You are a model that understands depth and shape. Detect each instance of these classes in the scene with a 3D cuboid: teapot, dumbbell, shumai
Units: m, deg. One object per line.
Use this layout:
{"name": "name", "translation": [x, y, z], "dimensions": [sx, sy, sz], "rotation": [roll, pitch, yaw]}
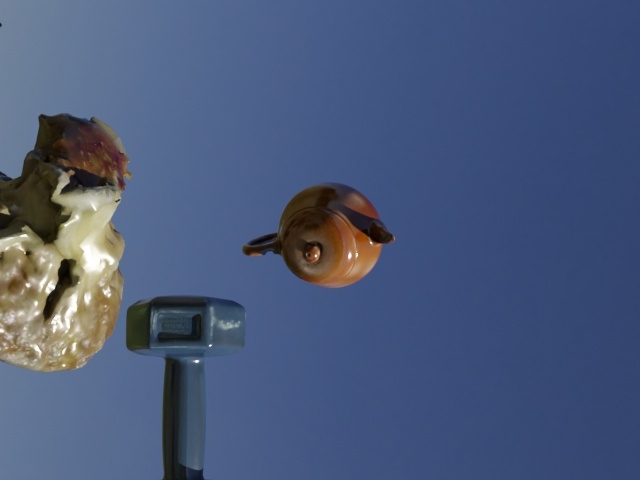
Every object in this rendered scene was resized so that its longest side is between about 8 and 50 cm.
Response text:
{"name": "teapot", "translation": [0.000, 0.000, 1.437], "dimensions": [0.116, 0.173, 0.116], "rotation": [-5, 90, -69]}
{"name": "dumbbell", "translation": [-0.176, 0.230, 1.831], "dimensions": [0.144, 0.156, 0.316], "rotation": [-3, -97, 32]}
{"name": "shumai", "translation": [-0.218, -0.006, 1.090], "dimensions": [0.153, 0.209, 0.161], "rotation": [-37, -164, 24]}

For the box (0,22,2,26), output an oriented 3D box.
{"name": "box", "translation": [-0.534, -0.251, 1.449], "dimensions": [0.264, 0.337, 0.106], "rotation": [-52, -163, -16]}
